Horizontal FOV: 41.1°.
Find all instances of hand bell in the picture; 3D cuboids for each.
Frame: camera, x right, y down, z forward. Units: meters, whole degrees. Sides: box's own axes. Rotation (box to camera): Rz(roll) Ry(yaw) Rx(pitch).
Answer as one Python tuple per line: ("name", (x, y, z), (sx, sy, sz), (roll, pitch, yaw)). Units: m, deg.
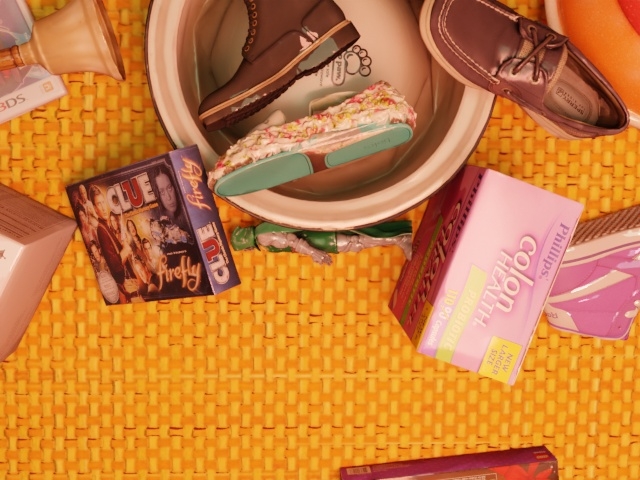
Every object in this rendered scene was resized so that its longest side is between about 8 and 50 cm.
("hand bell", (-0.368, -0.216, 1.015), (0.241, 0.126, 0.126), (-18, 98, -4))

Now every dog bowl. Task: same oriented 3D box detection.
("dog bowl", (0.002, -0.219, 1.032), (0.407, 0.150, 0.408), (0, 96, -4))

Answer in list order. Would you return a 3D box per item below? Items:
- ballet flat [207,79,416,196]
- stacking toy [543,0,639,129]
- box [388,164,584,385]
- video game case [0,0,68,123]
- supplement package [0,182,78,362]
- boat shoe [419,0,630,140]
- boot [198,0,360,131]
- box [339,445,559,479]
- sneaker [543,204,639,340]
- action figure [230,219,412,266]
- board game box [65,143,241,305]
("ballet flat", (-0.014, -0.114, 0.939), (0.240, 0.091, 0.077), (-17, 67, -6))
("stacking toy", (0.458, -0.319, 0.866), (0.350, 0.480, 0.351), (0, 84, -2))
("box", (0.185, 0.027, 1.026), (0.117, 0.243, 0.214), (20, 96, -6))
("video game case", (-0.442, -0.240, 1.065), (0.183, 0.023, 0.201), (-24, 98, -1))
("supplement package", (-0.434, 0.033, 0.978), (0.198, 0.263, 0.199), (27, 94, -6))
("boat shoe", (0.234, -0.193, 0.936), (0.285, 0.092, 0.103), (28, 84, -30))
("boot", (-0.075, -0.220, 0.923), (0.197, 0.077, 0.137), (-35, 93, -12))
("box", (0.180, 0.399, 1.164), (0.293, 0.057, 0.201), (-6, 98, -3))
("sneaker", (0.423, 0.043, 1.124), (0.281, 0.102, 0.161), (-14, 105, 5))
("action figure", (0.000, 0.000, 1.081), (0.232, 0.137, 0.064), (2, 87, 6))
("board game box", (-0.206, -0.010, 1.015), (0.042, 0.243, 0.165), (-24, 100, -42))
